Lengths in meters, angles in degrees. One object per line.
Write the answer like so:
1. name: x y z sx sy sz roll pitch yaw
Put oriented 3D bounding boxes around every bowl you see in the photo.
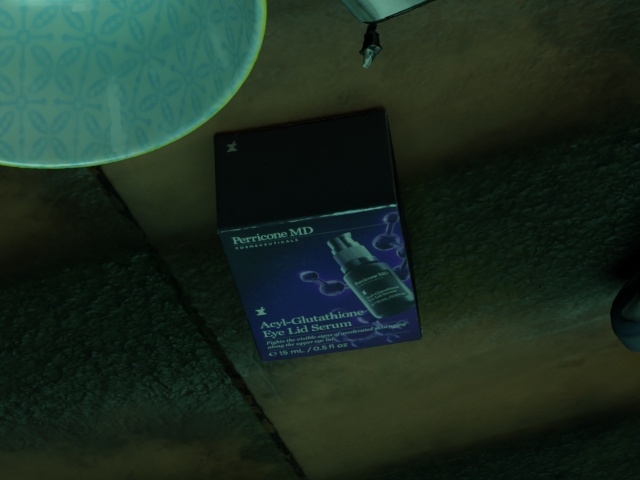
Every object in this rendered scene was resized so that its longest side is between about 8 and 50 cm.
1. bowl: -0.182 -0.197 0.964 0.289 0.156 0.289 -4 142 -3

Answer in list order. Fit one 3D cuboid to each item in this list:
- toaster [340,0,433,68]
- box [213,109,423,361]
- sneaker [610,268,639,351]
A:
1. toaster: 0.059 -0.237 0.920 0.168 0.185 0.110 -24 148 23
2. box: 0.000 0.000 1.280 0.153 0.108 0.207 -9 143 5
3. sneaker: 0.346 -0.022 1.319 0.131 0.112 0.319 31 129 -15
